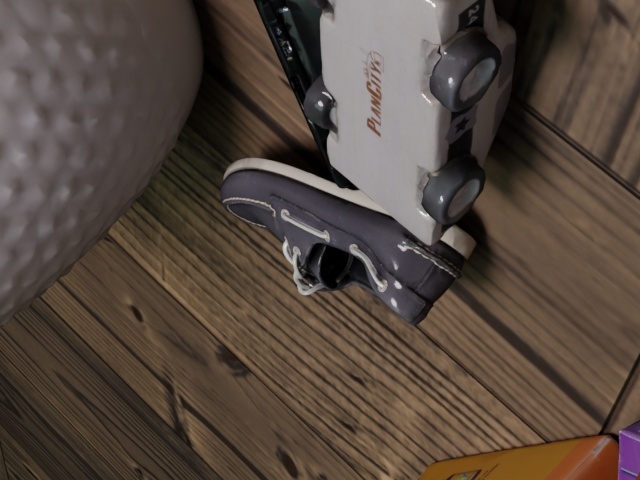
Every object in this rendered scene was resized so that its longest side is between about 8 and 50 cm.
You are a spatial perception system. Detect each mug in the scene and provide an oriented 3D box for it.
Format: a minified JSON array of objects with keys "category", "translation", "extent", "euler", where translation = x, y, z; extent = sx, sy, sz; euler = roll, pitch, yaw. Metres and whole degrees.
[{"category":"mug","translation":[-0.242,-0.106,0.872],"extent":[0.276,0.328,0.374],"euler":[41,151,21]}]

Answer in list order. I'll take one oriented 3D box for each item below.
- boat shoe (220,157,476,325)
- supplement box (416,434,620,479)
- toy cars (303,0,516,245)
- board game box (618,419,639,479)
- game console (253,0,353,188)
[{"category":"boat shoe","translation":[0.000,0.000,0.887],"extent":[0.206,0.065,0.075],"euler":[17,168,47]},{"category":"supplement box","translation":[0.118,0.183,0.938],"extent":[0.080,0.078,0.233],"euler":[52,155,-7]},{"category":"toy cars","translation":[0.004,-0.172,0.677],"extent":[0.176,0.087,0.393],"euler":[12,137,60]},{"category":"board game box","translation":[0.284,0.230,0.694],"extent":[0.347,0.056,0.208],"euler":[20,116,48]},{"category":"game console","translation":[0.017,-0.098,0.823],"extent":[0.107,0.071,0.122],"euler":[-112,-2,-65]}]
